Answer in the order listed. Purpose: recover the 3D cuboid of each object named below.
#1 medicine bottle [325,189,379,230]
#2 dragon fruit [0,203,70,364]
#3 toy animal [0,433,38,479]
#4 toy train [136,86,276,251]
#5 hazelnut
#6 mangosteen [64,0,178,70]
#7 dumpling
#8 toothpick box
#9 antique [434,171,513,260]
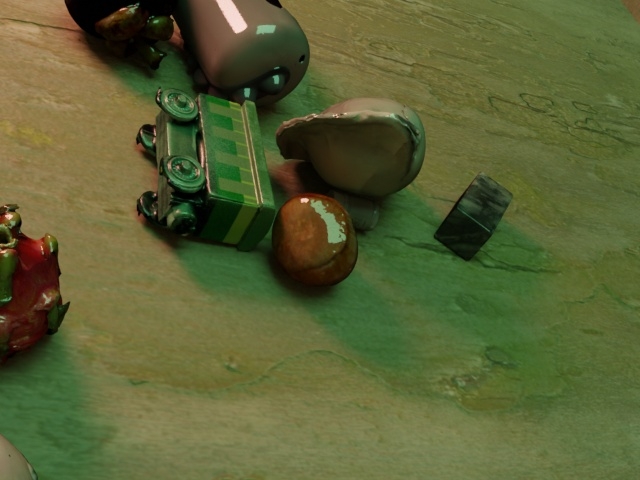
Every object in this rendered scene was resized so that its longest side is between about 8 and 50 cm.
[{"bbox_3d":[0.054,-0.054,1.350,0.091,0.058,0.058,14,44,-21],"label":"medicine bottle"},{"bbox_3d":[-0.374,0.050,0.894,0.160,0.172,0.166,25,40,-8],"label":"dragon fruit"},{"bbox_3d":[-0.372,0.270,0.654,0.212,0.212,0.267,16,47,-18],"label":"toy animal"},{"bbox_3d":[-0.189,-0.125,1.225,0.202,0.120,0.301,11,45,-28],"label":"toy train"},{"bbox_3d":[0.000,0.000,1.204,0.150,0.150,0.150,17,43,-17],"label":"hazelnut"},{"bbox_3d":[-0.352,-0.430,1.378,0.211,0.211,0.250,-24,95,-44],"label":"mangosteen"},{"bbox_3d":[0.057,-0.168,1.332,0.260,0.181,0.341,5,19,5],"label":"dumpling"},{"bbox_3d":[-0.158,-0.388,1.445,0.229,0.229,0.316,-6,56,-36],"label":"toothpick box"},{"bbox_3d":[0.308,-0.054,1.488,0.086,0.088,0.183,37,41,4],"label":"antique"}]
